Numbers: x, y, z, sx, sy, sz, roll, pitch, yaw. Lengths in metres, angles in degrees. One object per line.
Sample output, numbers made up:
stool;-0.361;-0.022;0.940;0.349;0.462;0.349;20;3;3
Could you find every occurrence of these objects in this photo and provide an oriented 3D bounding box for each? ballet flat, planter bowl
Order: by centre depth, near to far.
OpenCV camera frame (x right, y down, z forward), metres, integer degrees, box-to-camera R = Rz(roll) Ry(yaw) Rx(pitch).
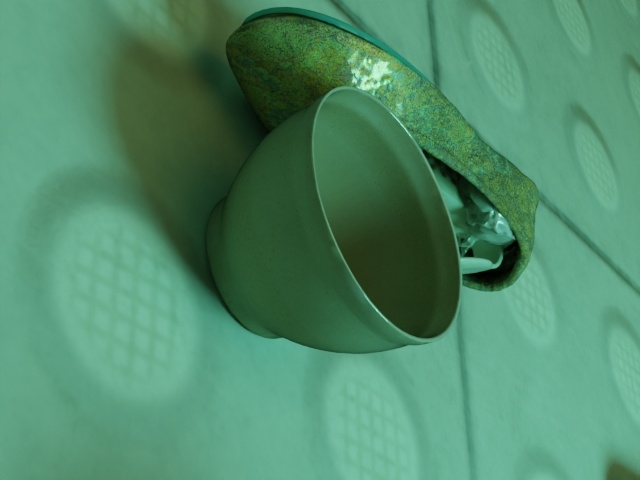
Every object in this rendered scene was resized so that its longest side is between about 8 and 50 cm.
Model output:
planter bowl;0.000;0.000;0.767;0.162;0.109;0.162;36;43;-43
ballet flat;0.059;-0.046;0.902;0.348;0.123;0.123;30;47;-50
